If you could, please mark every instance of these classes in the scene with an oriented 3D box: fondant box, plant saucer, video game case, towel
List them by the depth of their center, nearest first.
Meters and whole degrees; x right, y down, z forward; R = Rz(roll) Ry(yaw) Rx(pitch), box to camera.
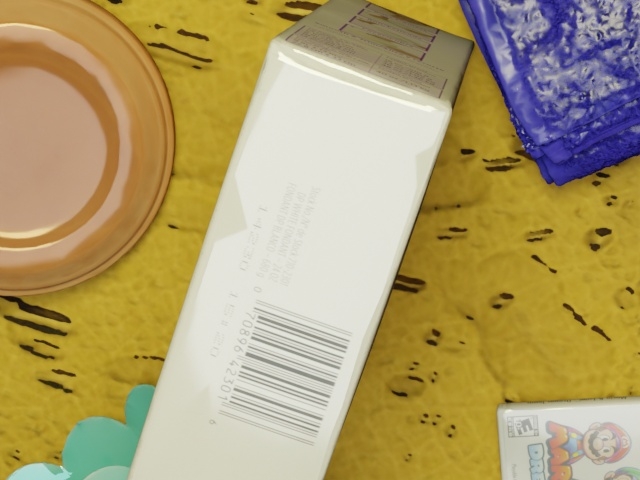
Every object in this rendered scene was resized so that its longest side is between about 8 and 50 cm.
[{"bbox_3d":[0.000,0.000,1.042,0.096,0.330,0.238,19,103,1],"label":"fondant box"},{"bbox_3d":[0.229,-0.186,1.107,0.308,0.076,0.228,-23,98,11],"label":"towel"},{"bbox_3d":[-0.189,-0.060,1.180,0.200,0.037,0.200,-2,103,-8],"label":"plant saucer"},{"bbox_3d":[0.189,0.177,1.214,0.143,0.019,0.157,-4,101,8],"label":"video game case"}]

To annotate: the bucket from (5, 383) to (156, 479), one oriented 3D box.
[{"bbox_3d":[-0.133,0.229,1.142,0.281,0.281,0.183,-36,97,12],"label":"bucket"}]
